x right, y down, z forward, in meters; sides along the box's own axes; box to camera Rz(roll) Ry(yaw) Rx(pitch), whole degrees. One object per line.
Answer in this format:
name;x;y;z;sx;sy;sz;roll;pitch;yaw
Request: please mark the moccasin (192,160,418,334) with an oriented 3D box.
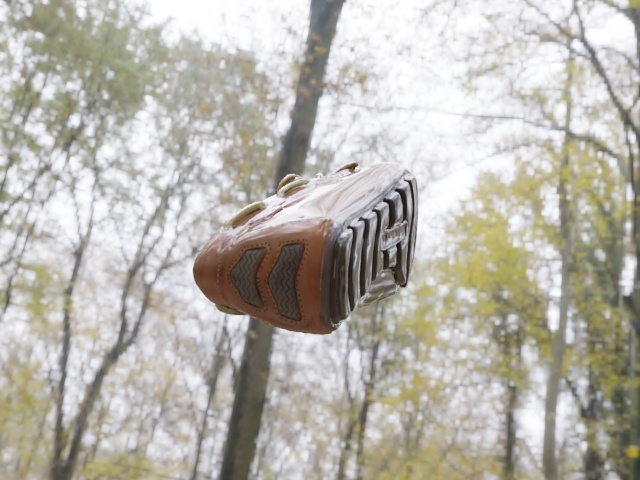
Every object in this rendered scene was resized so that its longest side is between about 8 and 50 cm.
moccasin;0.000;0.003;0.959;0.147;0.139;0.380;6;16;18
